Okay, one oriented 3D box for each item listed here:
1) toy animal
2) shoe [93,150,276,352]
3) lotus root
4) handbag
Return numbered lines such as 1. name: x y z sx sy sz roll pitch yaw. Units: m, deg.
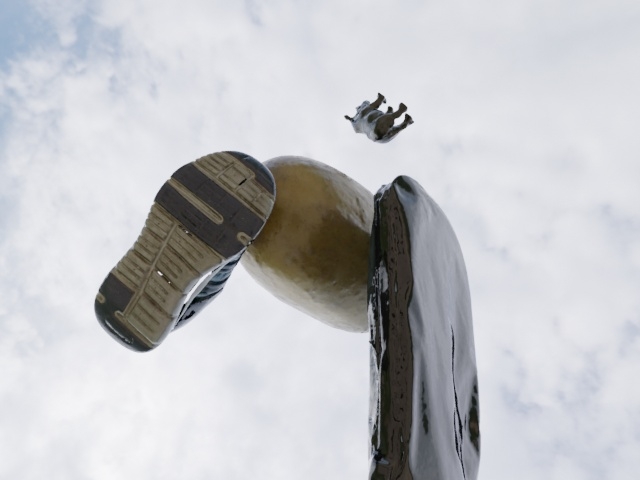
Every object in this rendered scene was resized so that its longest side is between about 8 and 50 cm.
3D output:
1. toy animal: 0.076 -0.176 0.777 0.065 0.047 0.136 -43 -145 2
2. shoe: -0.118 0.008 0.503 0.091 0.106 0.207 40 -80 3
3. lotus root: 0.000 0.000 0.643 0.151 0.342 0.169 9 -110 45
4. handbag: 0.100 0.111 0.533 0.075 0.191 0.332 -10 -120 29
